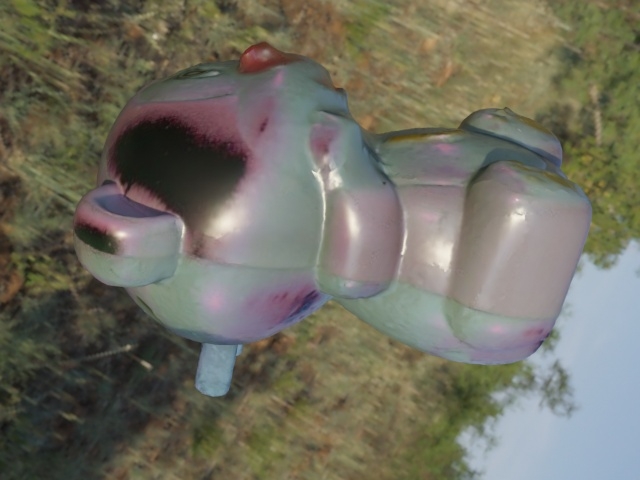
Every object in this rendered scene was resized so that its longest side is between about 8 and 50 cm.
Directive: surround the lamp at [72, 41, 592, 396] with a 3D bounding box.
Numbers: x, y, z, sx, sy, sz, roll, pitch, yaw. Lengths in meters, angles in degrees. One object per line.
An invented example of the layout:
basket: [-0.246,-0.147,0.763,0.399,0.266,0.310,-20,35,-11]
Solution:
lamp: [0.000,0.000,0.639,0.247,0.301,0.247,-80,-178,-62]
